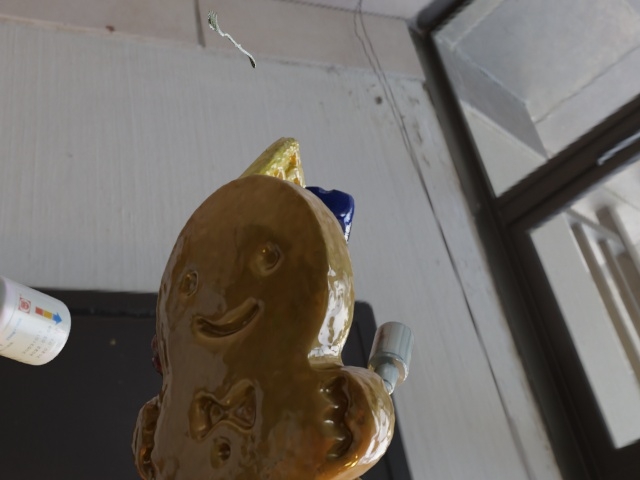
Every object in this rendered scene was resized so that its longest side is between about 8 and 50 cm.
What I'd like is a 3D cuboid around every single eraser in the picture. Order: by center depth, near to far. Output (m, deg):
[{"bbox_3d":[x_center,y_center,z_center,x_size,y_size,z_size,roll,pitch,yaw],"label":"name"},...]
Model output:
[{"bbox_3d":[0.000,0.000,2.157,0.155,0.102,0.332,12,144,0],"label":"eraser"}]

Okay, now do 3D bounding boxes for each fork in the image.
[{"bbox_3d":[-0.199,-0.446,1.857,0.028,0.034,0.219,-56,152,-5],"label":"fork"}]

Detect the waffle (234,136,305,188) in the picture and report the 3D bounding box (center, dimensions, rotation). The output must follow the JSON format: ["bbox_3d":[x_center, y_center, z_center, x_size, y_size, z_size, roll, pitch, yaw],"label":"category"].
[{"bbox_3d":[-0.099,-0.063,1.730,0.055,0.221,0.248,9,127,27],"label":"waffle"}]

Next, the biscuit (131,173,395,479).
[{"bbox_3d":[-0.061,0.117,0.653,0.275,0.355,0.052,-13,160,40],"label":"biscuit"}]

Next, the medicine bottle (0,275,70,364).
[{"bbox_3d":[-0.734,0.172,1.893,0.170,0.170,0.293,-27,145,19],"label":"medicine bottle"}]

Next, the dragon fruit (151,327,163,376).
[{"bbox_3d":[-0.297,0.273,2.214,0.329,0.329,0.329,-8,144,-6],"label":"dragon fruit"}]

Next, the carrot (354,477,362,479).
[{"bbox_3d":[0.060,0.471,1.594,0.248,0.043,0.043,31,134,-2],"label":"carrot"}]

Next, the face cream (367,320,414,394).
[{"bbox_3d":[0.164,0.298,1.987,0.101,0.252,0.101,5,116,11],"label":"face cream"}]
